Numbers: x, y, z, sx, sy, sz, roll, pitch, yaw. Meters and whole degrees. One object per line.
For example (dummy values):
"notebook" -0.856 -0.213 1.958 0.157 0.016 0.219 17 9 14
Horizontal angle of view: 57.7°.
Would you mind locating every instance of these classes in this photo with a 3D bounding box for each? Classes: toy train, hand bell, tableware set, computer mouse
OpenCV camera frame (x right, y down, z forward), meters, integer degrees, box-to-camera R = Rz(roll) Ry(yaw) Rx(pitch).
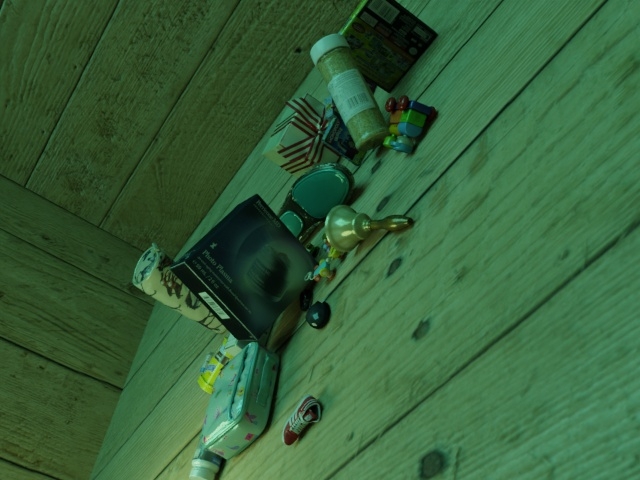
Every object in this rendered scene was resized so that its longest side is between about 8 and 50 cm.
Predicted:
"toy train" 0.024 0.051 1.620 0.166 0.046 0.125 -61 18 -16
"toy train" 0.216 -0.322 1.643 0.248 0.105 0.143 -148 76 -71
"hand bell" 0.132 -0.039 1.432 0.242 0.126 0.126 -6 54 53
"tableware set" 0.000 0.000 1.785 0.154 0.024 0.104 -37 28 48
"computer mouse" -0.029 0.175 1.563 0.071 0.041 0.242 -59 18 1

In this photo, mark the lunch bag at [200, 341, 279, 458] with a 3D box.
"lunch bag" -0.210 0.413 1.548 0.224 0.108 0.279 -47 22 31

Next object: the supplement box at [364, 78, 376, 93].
"supplement box" 0.167 -0.619 2.223 0.104 0.080 0.188 -28 36 57

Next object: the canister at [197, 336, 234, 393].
"canister" -0.321 0.408 1.889 0.170 0.073 0.126 -60 19 -9

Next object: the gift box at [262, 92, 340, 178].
"gift box" -0.063 -0.371 2.142 0.258 0.276 0.255 -4 61 65

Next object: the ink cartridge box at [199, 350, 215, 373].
"ink cartridge box" -0.385 0.434 2.043 0.028 0.048 0.083 -28 36 56

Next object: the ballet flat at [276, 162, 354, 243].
"ballet flat" -0.040 -0.112 1.892 0.483 0.164 0.182 -46 3 37

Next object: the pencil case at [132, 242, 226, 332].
"pencil case" -0.491 0.178 2.146 0.183 0.410 0.160 -55 30 -3

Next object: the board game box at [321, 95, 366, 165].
"board game box" 0.080 -0.372 1.891 0.194 0.194 0.060 -63 20 -15

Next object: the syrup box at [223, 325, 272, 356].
"syrup box" -0.206 0.250 1.805 0.093 0.096 0.237 -31 33 50

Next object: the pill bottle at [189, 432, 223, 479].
"pill bottle" -0.300 0.580 1.566 0.078 0.078 0.137 -38 28 45

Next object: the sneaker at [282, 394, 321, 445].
"sneaker" -0.040 0.395 1.256 0.118 0.042 0.067 -60 16 -11

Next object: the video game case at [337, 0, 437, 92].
"video game case" 0.200 -0.645 1.885 0.248 0.274 0.035 -48 35 28

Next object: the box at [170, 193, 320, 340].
"box" -0.209 0.078 1.657 0.294 0.296 0.182 -47 14 -26

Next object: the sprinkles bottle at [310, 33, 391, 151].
"sprinkles bottle" 0.091 -0.452 1.777 0.121 0.355 0.121 -24 -11 -5
